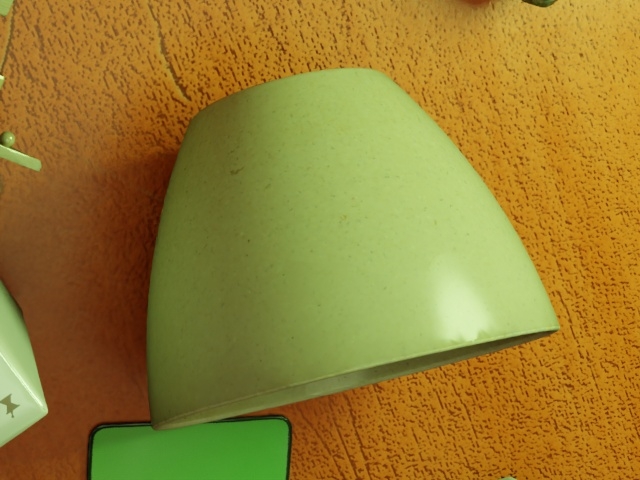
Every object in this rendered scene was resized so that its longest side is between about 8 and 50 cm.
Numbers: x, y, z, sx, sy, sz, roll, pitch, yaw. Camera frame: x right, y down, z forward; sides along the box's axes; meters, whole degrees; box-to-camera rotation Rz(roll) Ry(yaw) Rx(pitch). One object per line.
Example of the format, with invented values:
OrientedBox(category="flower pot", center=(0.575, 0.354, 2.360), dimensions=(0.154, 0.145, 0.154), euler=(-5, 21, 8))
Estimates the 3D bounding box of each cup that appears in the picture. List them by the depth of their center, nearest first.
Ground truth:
OrientedBox(category="cup", center=(0.000, 0.000, 1.190), dimensions=(0.331, 0.331, 0.237), euler=(-12, 82, -16))

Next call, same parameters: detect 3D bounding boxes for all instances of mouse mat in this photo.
OrientedBox(category="mouse mat", center=(-0.119, 0.234, 1.345), dimensions=(0.189, 0.007, 0.153), euler=(0, 104, -18))

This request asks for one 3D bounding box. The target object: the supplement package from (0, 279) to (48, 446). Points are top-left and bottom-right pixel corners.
OrientedBox(category="supplement package", center=(-0.324, 0.066, 1.061), dimensions=(0.177, 0.293, 0.175), euler=(-35, 107, -7))

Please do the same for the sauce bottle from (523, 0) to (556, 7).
OrientedBox(category="sauce bottle", center=(0.286, -0.346, 1.282), dimensions=(0.344, 0.111, 0.111), euler=(-41, 112, -4))

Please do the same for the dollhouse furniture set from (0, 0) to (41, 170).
OrientedBox(category="dollhouse furniture set", center=(-0.270, -0.156, 1.118), dimensions=(0.144, 0.123, 0.151), euler=(22, 91, -38))

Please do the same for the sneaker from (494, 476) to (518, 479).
OrientedBox(category="sneaker", center=(0.158, 0.331, 1.426), dimensions=(0.226, 0.086, 0.163), euler=(-41, 104, 4))
